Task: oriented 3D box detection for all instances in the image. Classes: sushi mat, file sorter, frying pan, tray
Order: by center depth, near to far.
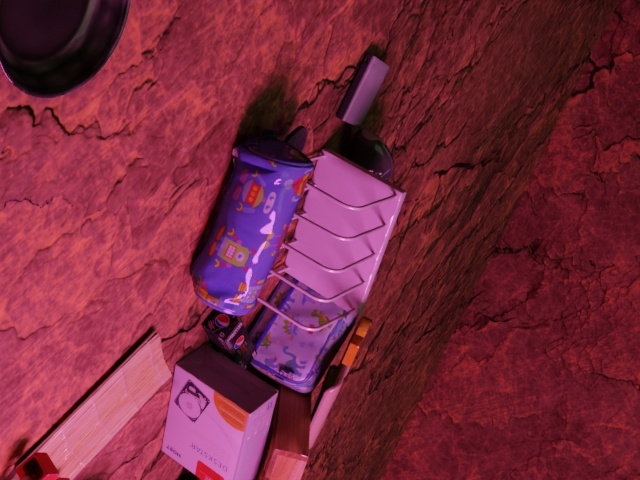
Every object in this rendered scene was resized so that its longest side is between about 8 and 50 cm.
[{"bbox_3d":[-0.268,-0.307,0.997,0.197,0.053,0.326,-27,139,-54],"label":"frying pan"},{"bbox_3d":[-0.365,0.294,1.559,0.316,0.019,0.151,-47,155,-30],"label":"sushi mat"},{"bbox_3d":[0.000,0.000,1.773,0.173,0.193,0.277,-20,135,-54],"label":"file sorter"},{"bbox_3d":[-0.079,0.384,1.965,0.411,0.076,0.203,-86,-167,-64],"label":"tray"}]

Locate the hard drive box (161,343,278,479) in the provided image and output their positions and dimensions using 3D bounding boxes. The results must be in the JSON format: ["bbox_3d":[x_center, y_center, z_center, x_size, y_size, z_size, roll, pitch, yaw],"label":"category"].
[{"bbox_3d":[-0.193,0.342,1.779,0.089,0.181,0.232,-34,145,-48],"label":"hard drive box"}]

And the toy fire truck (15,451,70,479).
[{"bbox_3d":[-0.446,0.412,1.454,0.192,0.047,0.135,-49,150,8],"label":"toy fire truck"}]

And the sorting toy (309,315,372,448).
[{"bbox_3d":[0.038,0.254,1.892,0.229,0.041,0.307,-59,172,-49],"label":"sorting toy"}]

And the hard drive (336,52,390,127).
[{"bbox_3d":[0.082,-0.288,1.819,0.135,0.022,0.094,-64,158,8],"label":"hard drive"}]

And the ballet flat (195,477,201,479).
[{"bbox_3d":[-0.248,0.564,2.005,0.342,0.124,0.116,-27,141,-54],"label":"ballet flat"}]

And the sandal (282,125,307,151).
[{"bbox_3d":[-0.083,-0.131,1.642,0.067,0.040,0.179,-14,144,-54],"label":"sandal"}]

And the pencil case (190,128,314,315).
[{"bbox_3d":[-0.120,-0.029,1.567,0.119,0.133,0.306,-76,-172,-70],"label":"pencil case"}]

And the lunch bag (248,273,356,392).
[{"bbox_3d":[-0.046,0.186,1.920,0.219,0.176,0.090,-57,154,-15],"label":"lunch bag"}]

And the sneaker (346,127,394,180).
[{"bbox_3d":[0.082,-0.114,1.924,0.106,0.101,0.267,-43,154,-28],"label":"sneaker"}]

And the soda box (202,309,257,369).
[{"bbox_3d":[-0.172,0.190,1.801,0.053,0.060,0.169,-51,157,-20],"label":"soda box"}]
